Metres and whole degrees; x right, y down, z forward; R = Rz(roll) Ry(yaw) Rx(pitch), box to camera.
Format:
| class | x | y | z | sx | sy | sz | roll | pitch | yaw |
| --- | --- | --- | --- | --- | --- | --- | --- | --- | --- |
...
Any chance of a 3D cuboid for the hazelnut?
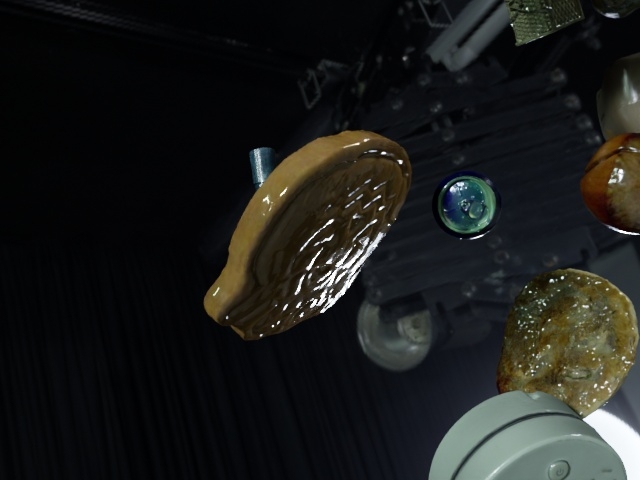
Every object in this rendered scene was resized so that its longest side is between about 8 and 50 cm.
| class | x | y | z | sx | sy | sz | roll | pitch | yaw |
| --- | --- | --- | --- | --- | --- | --- | --- | --- | --- |
| hazelnut | 0.601 | -0.108 | 1.355 | 0.208 | 0.208 | 0.208 | -15 | -26 | -7 |

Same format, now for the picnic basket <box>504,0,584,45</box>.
| class | x | y | z | sx | sy | sz | roll | pitch | yaw |
| --- | --- | --- | --- | --- | --- | --- | --- | --- | --- |
| picnic basket | 0.553 | -0.622 | 1.787 | 0.154 | 0.196 | 0.134 | -27 | 14 | -25 |

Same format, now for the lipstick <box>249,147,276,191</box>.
| class | x | y | z | sx | sy | sz | roll | pitch | yaw |
| --- | --- | --- | --- | --- | --- | --- | --- | --- | --- |
| lipstick | -0.106 | -0.070 | 1.394 | 0.053 | 0.234 | 0.053 | -6 | -16 | -2 |

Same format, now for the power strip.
| class | x | y | z | sx | sy | sz | roll | pitch | yaw |
| --- | --- | --- | --- | --- | --- | --- | --- | --- | --- |
| power strip | 0.380 | 0.470 | 1.290 | 0.357 | 0.161 | 0.358 | -6 | -69 | -15 |

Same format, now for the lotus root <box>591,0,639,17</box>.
| class | x | y | z | sx | sy | sz | roll | pitch | yaw |
| --- | --- | --- | --- | --- | --- | --- | --- | --- | --- |
| lotus root | 0.739 | -0.631 | 1.676 | 0.152 | 0.160 | 0.275 | -10 | 22 | 41 |

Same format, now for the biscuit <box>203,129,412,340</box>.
| class | x | y | z | sx | sy | sz | roll | pitch | yaw |
| --- | --- | --- | --- | --- | --- | --- | --- | --- | --- |
| biscuit | 0.002 | 0.001 | 1.030 | 0.385 | 0.062 | 0.365 | -5 | -48 | -59 |

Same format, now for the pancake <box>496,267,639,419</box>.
| class | x | y | z | sx | sy | sz | roll | pitch | yaw |
| --- | --- | --- | --- | --- | --- | --- | --- | --- | --- |
| pancake | 0.520 | 0.229 | 1.496 | 0.065 | 0.356 | 0.356 | 29 | -49 | -28 |

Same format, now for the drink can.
| class | x | y | z | sx | sy | sz | roll | pitch | yaw |
| --- | --- | --- | --- | --- | --- | --- | --- | --- | --- |
| drink can | 0.255 | -0.063 | 1.219 | 0.118 | 0.118 | 0.205 | -24 | -3 | 12 |

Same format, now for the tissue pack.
| class | x | y | z | sx | sy | sz | roll | pitch | yaw |
| --- | --- | --- | --- | --- | --- | --- | --- | --- | --- |
| tissue pack | 0.956 | -0.377 | 2.008 | 0.267 | 0.277 | 0.387 | -19 | -9 | 13 |
